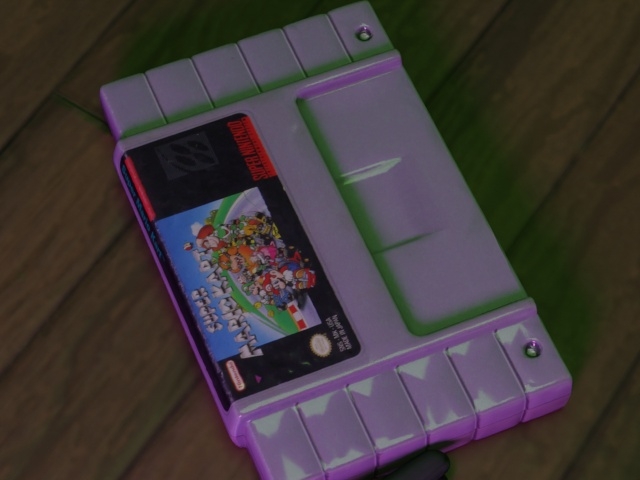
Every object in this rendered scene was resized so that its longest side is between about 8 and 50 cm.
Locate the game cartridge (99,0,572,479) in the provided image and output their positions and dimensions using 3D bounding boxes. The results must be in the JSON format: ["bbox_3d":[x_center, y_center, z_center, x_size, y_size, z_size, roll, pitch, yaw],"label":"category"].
[{"bbox_3d":[0.000,0.000,1.345,0.230,0.068,0.355,-18,61,-16],"label":"game cartridge"}]

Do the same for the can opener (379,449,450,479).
[{"bbox_3d":[0.013,0.195,1.227,0.186,0.059,0.073,-34,65,-19],"label":"can opener"}]
